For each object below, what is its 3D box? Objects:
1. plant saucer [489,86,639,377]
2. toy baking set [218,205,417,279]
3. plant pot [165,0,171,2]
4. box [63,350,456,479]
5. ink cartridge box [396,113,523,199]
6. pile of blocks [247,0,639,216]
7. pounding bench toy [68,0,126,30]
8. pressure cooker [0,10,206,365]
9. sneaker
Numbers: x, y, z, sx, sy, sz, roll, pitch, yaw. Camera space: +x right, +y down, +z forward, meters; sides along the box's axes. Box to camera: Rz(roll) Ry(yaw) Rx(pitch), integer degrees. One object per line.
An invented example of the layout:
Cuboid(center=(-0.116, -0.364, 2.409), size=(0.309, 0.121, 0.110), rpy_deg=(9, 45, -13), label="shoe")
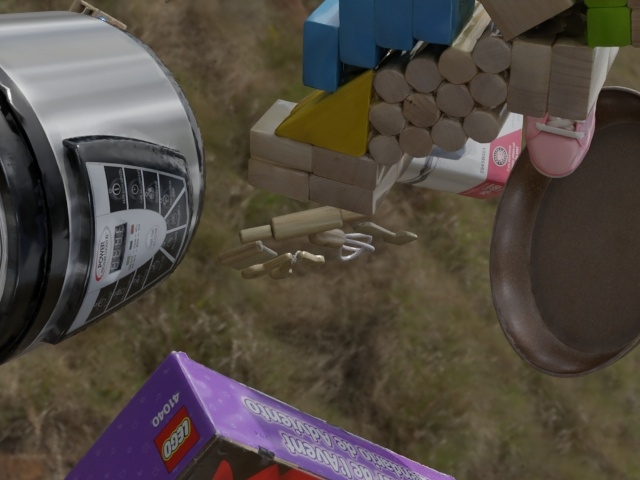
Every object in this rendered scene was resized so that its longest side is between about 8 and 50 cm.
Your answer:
Cuboid(center=(0.289, -0.006, 1.125), size=(0.050, 0.310, 0.310), rpy_deg=(13, 37, -24), label="plant saucer")
Cuboid(center=(-0.001, -0.002, 1.350), size=(0.196, 0.256, 0.030), rpy_deg=(84, -8, -74), label="toy baking set")
Cuboid(center=(-0.085, -0.250, 0.764), size=(0.109, 0.096, 0.109), rpy_deg=(-118, -165, -51), label="plant pot")
Cuboid(center=(-0.076, 0.204, 0.496), size=(0.201, 0.293, 0.057), rpy_deg=(31, 14, -40), label="box")
Cuboid(center=(0.139, -0.152, 1.331), size=(0.218, 0.092, 0.158), rpy_deg=(10, 78, -18), label="ink cartridge box")
Cuboid(center=(0.099, -0.133, 0.573), size=(0.149, 0.362, 0.112), rpy_deg=(55, 40, -18), label="pile of blocks")
Cuboid(center=(-0.304, -0.261, 1.386), size=(0.065, 0.083, 0.052), rpy_deg=(35, 6, 41), label="pounding bench toy")
Cuboid(center=(-0.366, -0.046, 1.111), size=(0.369, 0.376, 0.420), rpy_deg=(58, 28, 3), label="pressure cooker")
Cuboid(center=(0.173, -0.111, 0.748), size=(0.051, 0.134, 0.070), rpy_deg=(16, 7, 17), label="sneaker")
